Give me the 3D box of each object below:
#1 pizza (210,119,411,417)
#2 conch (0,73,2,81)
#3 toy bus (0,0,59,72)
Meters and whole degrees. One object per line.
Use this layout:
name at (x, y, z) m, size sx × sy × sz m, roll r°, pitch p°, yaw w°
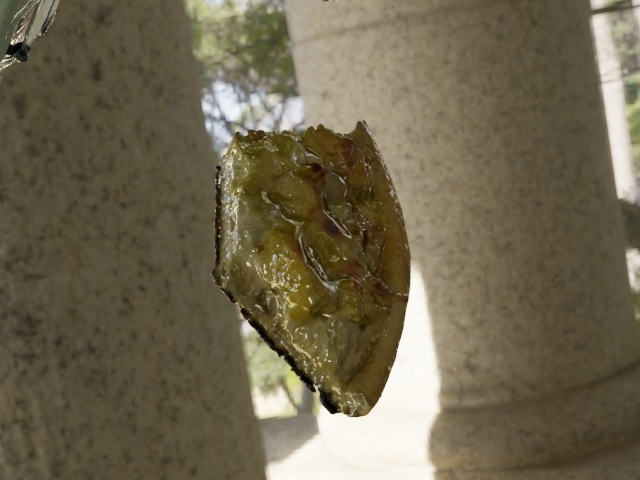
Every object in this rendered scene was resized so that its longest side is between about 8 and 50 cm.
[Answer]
pizza at (0.000, 0.000, 0.515) m, size 0.099 × 0.160 × 0.036 m, roll 23°, pitch -43°, yaw -27°
conch at (-0.371, -0.186, 1.187) m, size 0.085 × 0.076 × 0.056 m, roll -51°, pitch 27°, yaw -15°
toy bus at (-0.249, -0.250, 0.853) m, size 0.271 × 0.133 × 0.165 m, roll -53°, pitch 13°, yaw 43°
